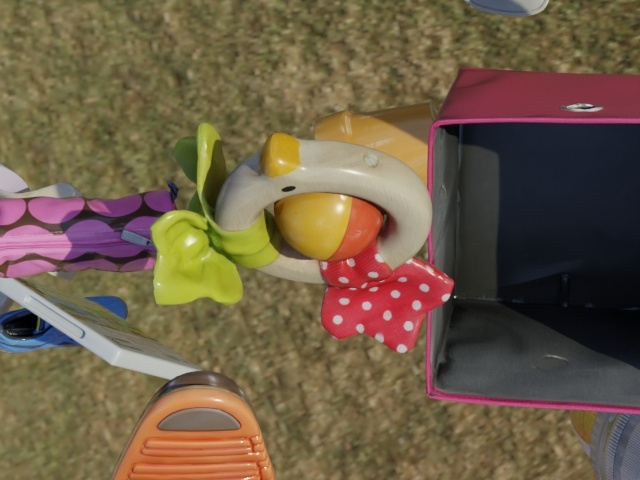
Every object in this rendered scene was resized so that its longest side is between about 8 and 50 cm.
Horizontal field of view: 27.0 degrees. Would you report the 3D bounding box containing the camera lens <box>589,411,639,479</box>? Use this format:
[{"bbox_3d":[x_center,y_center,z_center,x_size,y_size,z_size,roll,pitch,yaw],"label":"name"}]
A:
[{"bbox_3d":[0.476,0.281,1.605,0.274,0.219,0.219,-144,47,-70],"label":"camera lens"}]

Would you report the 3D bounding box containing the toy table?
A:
[{"bbox_3d":[-0.494,-0.009,2.046,0.161,0.274,0.252,34,103,22],"label":"toy table"}]

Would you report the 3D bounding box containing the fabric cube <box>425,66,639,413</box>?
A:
[{"bbox_3d":[0.235,-0.012,1.216,0.254,0.258,0.259,3,108,11],"label":"fabric cube"}]

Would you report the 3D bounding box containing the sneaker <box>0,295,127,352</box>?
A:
[{"bbox_3d":[-0.383,0.122,1.971,0.082,0.209,0.069,143,114,-66],"label":"sneaker"}]

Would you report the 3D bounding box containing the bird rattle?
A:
[{"bbox_3d":[0.000,0.000,1.026,0.207,0.253,0.143,-47,26,54],"label":"bird rattle"}]

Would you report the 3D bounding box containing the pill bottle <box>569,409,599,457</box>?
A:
[{"bbox_3d":[0.436,0.235,1.953,0.136,0.136,0.246,38,158,28],"label":"pill bottle"}]

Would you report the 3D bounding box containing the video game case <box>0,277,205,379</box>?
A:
[{"bbox_3d":[-0.273,0.115,1.679,0.206,0.227,0.026,29,90,26],"label":"video game case"}]

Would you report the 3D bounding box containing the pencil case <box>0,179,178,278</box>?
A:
[{"bbox_3d":[-0.232,-0.003,1.225,0.098,0.209,0.095,-114,21,-65],"label":"pencil case"}]

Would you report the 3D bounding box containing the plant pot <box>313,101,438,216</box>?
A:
[{"bbox_3d":[0.114,-0.131,2.149,0.188,0.205,0.205,-19,90,13],"label":"plant pot"}]

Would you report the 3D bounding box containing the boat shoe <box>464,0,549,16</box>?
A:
[{"bbox_3d":[0.209,-0.436,2.064,0.335,0.095,0.112,20,123,20],"label":"boat shoe"}]

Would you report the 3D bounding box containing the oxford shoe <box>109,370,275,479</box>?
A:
[{"bbox_3d":[-0.109,0.186,1.091,0.364,0.130,0.133,103,167,-54],"label":"oxford shoe"}]
